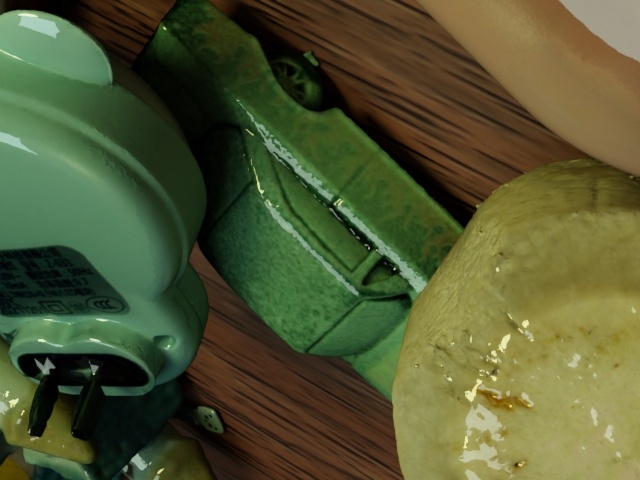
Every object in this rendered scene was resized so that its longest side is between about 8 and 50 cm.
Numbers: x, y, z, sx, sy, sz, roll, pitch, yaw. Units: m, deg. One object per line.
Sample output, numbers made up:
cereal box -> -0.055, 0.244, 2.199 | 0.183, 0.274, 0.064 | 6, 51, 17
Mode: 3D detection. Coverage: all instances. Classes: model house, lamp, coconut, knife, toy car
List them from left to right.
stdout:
model house -> -0.225, 0.145, 1.201 | 0.325, 0.194, 0.267 | 37, 142, 5
lamp -> -0.162, -0.016, 0.888 | 0.209, 0.147, 0.284 | -1, 123, 28
knife -> -0.119, 0.144, 1.251 | 0.096, 0.010, 0.027 | 7, 130, 38
toy car -> 0.000, 0.000, 0.931 | 0.321, 0.097, 0.141 | 43, 144, 0
coconut -> 0.146, 0.070, 0.777 | 0.241, 0.241, 0.241 | 24, 139, 23

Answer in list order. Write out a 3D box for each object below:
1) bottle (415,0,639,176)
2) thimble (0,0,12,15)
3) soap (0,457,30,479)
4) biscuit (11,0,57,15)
bottle -> 0.136, -0.125, 0.645 | 0.297, 0.173, 0.206 | 43, 174, -4
thimble -> -0.318, -0.147, 0.924 | 0.172, 0.205, 0.236 | 31, 139, 30
soap -> -0.346, 0.296, 1.477 | 0.304, 0.169, 0.338 | 36, 144, 25
biscuit -> -0.209, -0.178, 0.998 | 0.186, 0.036, 0.192 | 27, 141, 18
